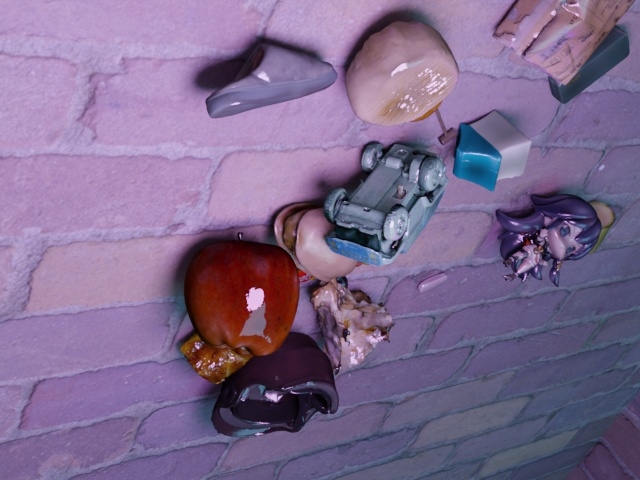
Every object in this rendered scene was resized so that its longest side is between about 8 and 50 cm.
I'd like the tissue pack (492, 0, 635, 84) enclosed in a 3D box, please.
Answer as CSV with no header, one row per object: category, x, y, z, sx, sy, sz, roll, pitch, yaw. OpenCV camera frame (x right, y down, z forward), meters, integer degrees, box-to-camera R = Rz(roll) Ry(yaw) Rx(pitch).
tissue pack,0.477,-0.435,1.692,0.215,0.123,0.256,12,123,-51

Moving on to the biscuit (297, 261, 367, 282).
biscuit,-0.012,0.067,1.928,0.292,0.026,0.048,-15,147,-28

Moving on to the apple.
apple,-0.144,0.098,1.667,0.234,0.234,0.234,-24,144,-19

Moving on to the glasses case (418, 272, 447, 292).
glasses case,0.278,0.105,2.234,0.083,0.021,0.032,-23,141,-21

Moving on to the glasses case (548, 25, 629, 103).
glasses case,0.573,-0.374,1.921,0.184,0.039,0.078,-37,146,0

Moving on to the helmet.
helmet,-0.107,0.309,1.991,0.305,0.177,0.225,-23,145,27

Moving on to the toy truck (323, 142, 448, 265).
toy truck,0.129,-0.068,1.705,0.279,0.155,0.156,-52,146,-36

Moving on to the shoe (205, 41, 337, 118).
shoe,-0.083,-0.263,1.429,0.251,0.103,0.100,-25,102,-39

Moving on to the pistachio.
pistachio,0.000,0.000,1.769,0.144,0.144,0.215,-45,141,11

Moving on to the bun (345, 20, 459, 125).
bun,0.131,-0.290,1.553,0.193,0.127,0.178,-40,147,24

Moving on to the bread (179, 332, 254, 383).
bread,-0.189,0.210,1.867,0.172,0.103,0.132,-40,149,0

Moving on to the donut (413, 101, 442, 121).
donut,0.185,-0.271,1.691,0.108,0.043,0.097,2,129,-45

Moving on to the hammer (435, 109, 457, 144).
hammer,0.244,-0.236,1.813,0.035,0.019,0.110,-37,141,-2

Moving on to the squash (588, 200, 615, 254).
squash,0.739,-0.016,2.463,0.094,0.094,0.224,-30,152,-10

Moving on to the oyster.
oyster,0.051,0.189,2.012,0.197,0.133,0.337,-55,152,-14

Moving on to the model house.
model house,0.337,-0.179,1.862,0.149,0.127,0.100,-25,144,-23

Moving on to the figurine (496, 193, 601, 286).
figurine,0.545,-0.011,2.192,0.265,0.197,0.175,-11,143,-2
